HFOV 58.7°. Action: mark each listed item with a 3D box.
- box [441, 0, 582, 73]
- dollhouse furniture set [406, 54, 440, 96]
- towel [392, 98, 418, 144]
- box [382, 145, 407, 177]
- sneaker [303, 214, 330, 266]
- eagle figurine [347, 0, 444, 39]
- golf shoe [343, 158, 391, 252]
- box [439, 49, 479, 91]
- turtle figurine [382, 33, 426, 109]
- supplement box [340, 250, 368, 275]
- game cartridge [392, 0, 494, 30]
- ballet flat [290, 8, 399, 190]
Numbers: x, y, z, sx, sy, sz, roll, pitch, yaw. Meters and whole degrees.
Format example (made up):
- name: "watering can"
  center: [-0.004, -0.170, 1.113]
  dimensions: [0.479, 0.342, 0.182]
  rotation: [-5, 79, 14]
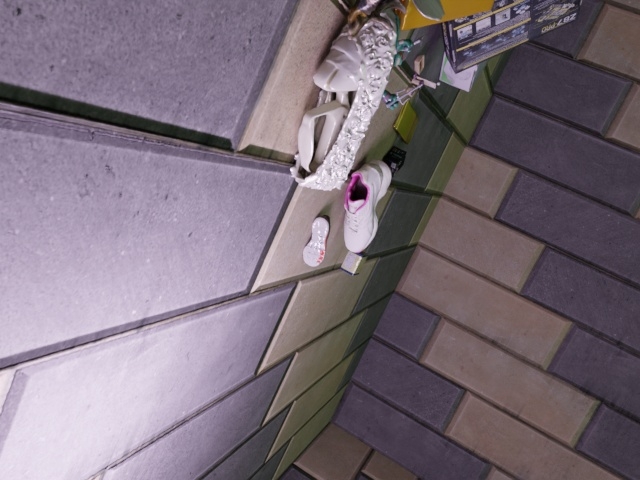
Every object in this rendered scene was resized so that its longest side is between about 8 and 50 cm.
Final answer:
- name: "box"
  center: [0.538, -0.666, 1.601]
  dimensions: [0.395, 0.097, 0.318]
  rotation: [-23, 156, 10]
- name: "dollhouse furniture set"
  center: [0.310, -0.482, 1.689]
  dimensions: [0.091, 0.081, 0.114]
  rotation: [-59, 164, -10]
- name: "towel"
  center: [0.284, -0.389, 1.879]
  dimensions: [0.102, 0.021, 0.237]
  rotation: [-69, 162, 4]
- name: "box"
  center: [0.243, -0.262, 1.892]
  dimensions: [0.083, 0.052, 0.062]
  rotation: [-49, 161, -40]
- name: "sneaker"
  center: [0.000, 0.000, 1.567]
  dimensions: [0.065, 0.061, 0.158]
  rotation: [-48, 160, -58]
- name: "eagle figurine"
  center: [0.084, -0.462, 0.859]
  dimensions: [0.225, 0.226, 0.298]
  rotation: [-31, 157, -23]
- name: "golf shoe"
  center: [0.110, -0.093, 1.695]
  dimensions: [0.140, 0.115, 0.306]
  rotation: [-24, 134, -49]
- name: "box"
  center: [0.526, -0.688, 1.939]
  dimensions: [0.231, 0.127, 0.262]
  rotation: [-55, 163, -21]
- name: "turtle figurine"
  center: [0.138, -0.373, 1.284]
  dimensions: [0.234, 0.118, 0.175]
  rotation: [-40, 148, -21]
- name: "supplement box"
  center: [0.123, 0.076, 2.062]
  dimensions: [0.083, 0.056, 0.083]
  rotation: [-65, 164, 10]
- name: "game cartridge"
  center: [0.319, -0.648, 1.304]
  dimensions: [0.324, 0.052, 0.285]
  rotation: [-24, 145, -31]
- name: "ballet flat"
  center: [0.037, -0.270, 1.132]
  dimensions: [0.147, 0.147, 0.409]
  rotation: [-39, 152, -54]
